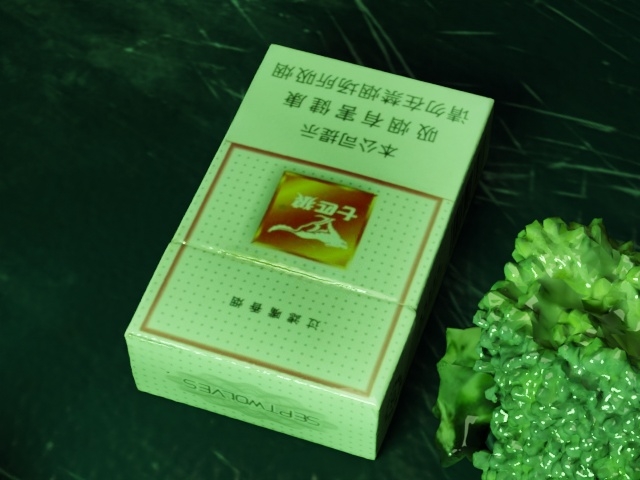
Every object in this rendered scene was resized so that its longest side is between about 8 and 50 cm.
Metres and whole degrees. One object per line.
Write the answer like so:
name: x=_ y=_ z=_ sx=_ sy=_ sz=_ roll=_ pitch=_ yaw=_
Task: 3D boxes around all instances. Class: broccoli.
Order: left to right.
broccoli: x=0.258 y=0.137 z=1.076 sx=0.338 sy=0.277 sz=0.317 roll=-18 pitch=35 yaw=-23

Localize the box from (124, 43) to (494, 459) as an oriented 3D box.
box: x=0.001 y=0.000 z=1.277 sx=0.210 sy=0.095 sz=0.330 roll=16 pitch=56 yaw=12
